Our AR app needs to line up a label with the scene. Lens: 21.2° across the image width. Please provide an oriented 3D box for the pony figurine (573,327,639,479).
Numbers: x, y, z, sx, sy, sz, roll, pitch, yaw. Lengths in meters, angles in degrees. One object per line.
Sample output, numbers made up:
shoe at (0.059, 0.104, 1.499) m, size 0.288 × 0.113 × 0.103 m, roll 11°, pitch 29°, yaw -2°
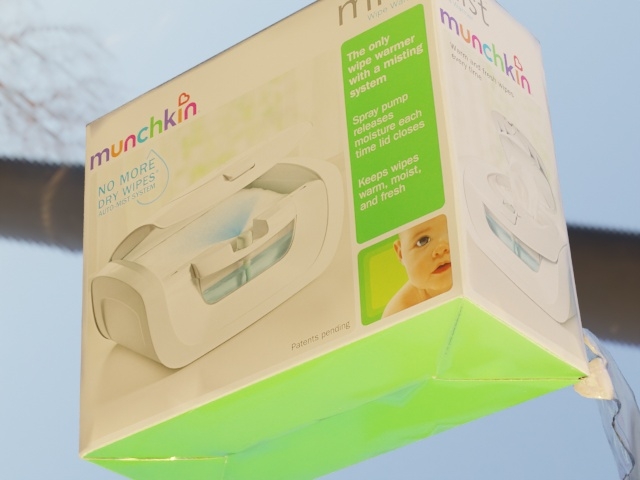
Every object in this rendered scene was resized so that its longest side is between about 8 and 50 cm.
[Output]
pony figurine at (0.221, 0.244, 1.081) m, size 0.363 × 0.351 × 0.303 m, roll -41°, pitch -114°, yaw 4°

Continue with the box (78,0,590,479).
box at (0.000, 0.000, 0.968) m, size 0.262 × 0.127 × 0.231 m, roll -24°, pitch -127°, yaw 31°
